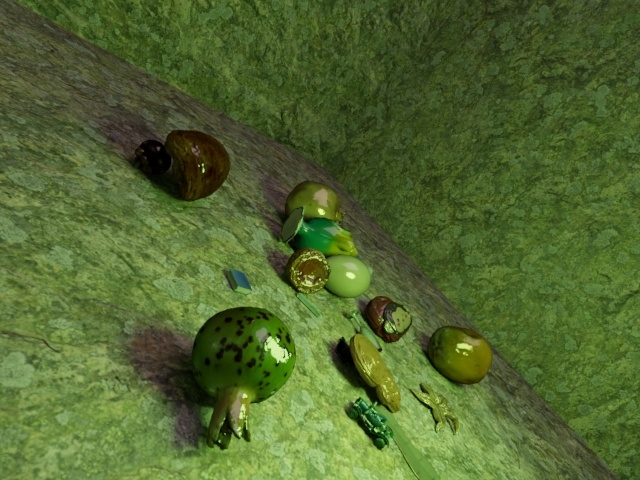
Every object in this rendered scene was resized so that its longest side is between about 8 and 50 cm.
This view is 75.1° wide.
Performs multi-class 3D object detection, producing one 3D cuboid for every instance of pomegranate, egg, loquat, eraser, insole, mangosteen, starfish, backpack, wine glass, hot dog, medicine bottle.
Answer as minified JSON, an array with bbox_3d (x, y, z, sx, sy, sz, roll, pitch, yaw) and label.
[{"bbox_3d":[-0.026,-0.159,2.176,0.319,0.319,0.319,37,17,-14],"label":"pomegranate"},{"bbox_3d":[0.105,0.155,1.846,0.254,0.188,0.188,26,22,-29],"label":"egg"},{"bbox_3d":[0.660,0.546,1.992,0.284,0.276,0.276,19,23,-15],"label":"loquat"},{"bbox_3d":[-0.265,0.136,1.363,0.063,0.027,0.084,25,22,-46],"label":"eraser"},{"bbox_3d":[-0.156,0.287,0.913,0.231,0.231,0.286,22,36,-48],"label":"pomegranate"},{"bbox_3d":[0.275,0.647,1.299,0.119,0.009,0.348,17,29,-53],"label":"insole"},{"bbox_3d":[-0.626,-0.302,1.540,0.140,0.140,0.140,37,17,-14],"label":"mangosteen"},{"bbox_3d":[0.449,0.646,1.635,0.236,0.062,0.277,39,20,12],"label":"starfish"},{"bbox_3d":[0.298,0.351,1.888,0.229,0.139,0.229,24,38,-21],"label":"backpack"},{"bbox_3d":[0.177,0.374,1.687,0.066,0.066,0.198,23,27,-47],"label":"wine glass"},{"bbox_3d":[-0.466,-0.289,1.581,0.387,0.174,0.267,-82,165,-75],"label":"hot dog"},{"bbox_3d":[0.206,0.145,2.305,0.183,0.069,0.119,30,18,-36],"label":"medicine bottle"}]

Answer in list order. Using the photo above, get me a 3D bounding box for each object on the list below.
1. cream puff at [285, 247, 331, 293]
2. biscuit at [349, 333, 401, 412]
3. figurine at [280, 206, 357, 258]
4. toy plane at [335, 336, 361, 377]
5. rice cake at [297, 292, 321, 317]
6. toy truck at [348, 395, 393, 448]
[{"bbox_3d":[-0.066,0.112,1.682,0.183,0.183,0.169,33,-5,-25],"label":"cream puff"},{"bbox_3d":[0.192,0.445,1.414,0.288,0.044,0.202,56,17,1],"label":"biscuit"},{"bbox_3d":[0.000,0.000,1.957,0.340,0.231,0.324,26,-14,-22],"label":"figurine"},{"bbox_3d":[0.118,0.417,1.463,0.197,0.053,0.078,45,8,28],"label":"toy plane"},{"bbox_3d":[-0.043,0.245,1.586,0.121,0.021,0.022,44,7,10],"label":"rice cake"},{"bbox_3d":[0.161,0.527,1.230,0.154,0.078,0.080,46,19,13],"label":"toy truck"}]
